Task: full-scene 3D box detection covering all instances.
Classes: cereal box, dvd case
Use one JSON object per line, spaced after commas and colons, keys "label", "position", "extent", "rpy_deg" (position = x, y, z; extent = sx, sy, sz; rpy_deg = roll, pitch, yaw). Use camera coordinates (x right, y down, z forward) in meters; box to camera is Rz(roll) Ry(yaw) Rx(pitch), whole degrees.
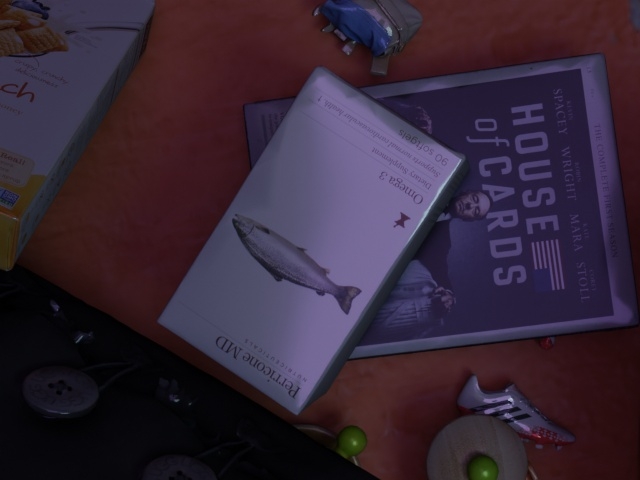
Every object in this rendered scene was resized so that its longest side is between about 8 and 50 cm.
{"label": "cereal box", "position": [-0.216, -0.099, 0.754], "extent": [0.173, 0.240, 0.047], "rpy_deg": [19, 131, -2]}
{"label": "dvd case", "position": [0.077, -0.018, 0.830], "extent": [0.238, 0.029, 0.179], "rpy_deg": [-8, 89, 8]}

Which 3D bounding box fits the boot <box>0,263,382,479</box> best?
{"label": "boot", "position": [-0.226, 0.118, 0.643], "extent": [0.445, 0.367, 0.146], "rpy_deg": [36, 130, 14]}

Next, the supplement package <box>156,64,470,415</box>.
{"label": "supplement package", "position": [0.000, 0.000, 0.772], "extent": [0.105, 0.105, 0.179], "rpy_deg": [33, 95, 6]}

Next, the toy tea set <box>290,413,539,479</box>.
{"label": "toy tea set", "position": [-0.004, 0.235, 0.791], "extent": [0.200, 0.124, 0.336], "rpy_deg": [35, 88, 0]}

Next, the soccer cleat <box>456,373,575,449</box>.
{"label": "soccer cleat", "position": [0.133, 0.115, 0.845], "extent": [0.083, 0.029, 0.036], "rpy_deg": [17, 93, 4]}

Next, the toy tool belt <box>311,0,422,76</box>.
{"label": "toy tool belt", "position": [0.022, -0.150, 0.836], "extent": [0.083, 0.052, 0.051], "rpy_deg": [37, 80, 0]}

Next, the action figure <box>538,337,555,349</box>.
{"label": "action figure", "position": [0.165, 0.017, 0.847], "extent": [0.038, 0.030, 0.115], "rpy_deg": [15, 91, 10]}
